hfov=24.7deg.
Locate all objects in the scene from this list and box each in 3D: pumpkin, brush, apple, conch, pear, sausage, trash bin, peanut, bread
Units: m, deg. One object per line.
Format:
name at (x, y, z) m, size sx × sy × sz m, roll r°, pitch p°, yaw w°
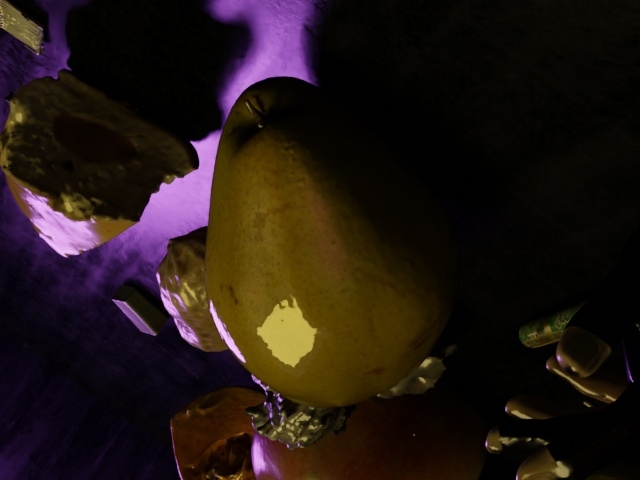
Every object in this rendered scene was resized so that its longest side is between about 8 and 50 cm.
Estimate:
pumpkin at (-0.117, 0.408, 2.664) m, size 0.303 × 0.256 × 0.225 m, roll -3°, pitch 140°, yaw 24°
brush at (-0.473, -0.338, 1.821) m, size 0.314 × 0.017 × 0.090 m, roll 34°, pitch 158°, yaw 2°
apple at (0.061, 0.298, 2.056) m, size 0.319 × 0.277 × 0.319 m, roll 33°, pitch 163°, yaw 11°
conch at (0.021, 0.152, 1.831) m, size 0.313 × 0.241 × 0.186 m, roll -20°, pitch 104°, yaw 30°
pear at (-0.007, 0.006, 1.503) m, size 0.336 × 0.285 × 0.285 m, roll 51°, pitch 159°, yaw -5°
sausage at (0.273, 0.087, 1.581) m, size 0.033 × 0.033 × 0.269 m, roll 36°, pitch 161°, yaw -6°
trash bin at (-0.328, 0.124, 2.650) m, size 0.061 × 0.043 × 0.092 m, roll 8°, pitch 144°, yaw 53°
peanut at (-0.161, 0.076, 2.110) m, size 0.153 × 0.140 × 0.325 m, roll 23°, pitch 162°, yaw 3°
bread at (-0.305, -0.113, 1.840) m, size 0.211 × 0.184 × 0.224 m, roll 48°, pitch 156°, yaw -20°

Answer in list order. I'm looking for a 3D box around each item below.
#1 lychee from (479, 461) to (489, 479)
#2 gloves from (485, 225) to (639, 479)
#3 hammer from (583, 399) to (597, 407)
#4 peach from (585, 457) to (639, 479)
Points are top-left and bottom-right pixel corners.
lychee at (0.168, 0.446, 2.284) m, size 0.255 × 0.274 × 0.255 m, roll 35°, pitch -177°, yaw -2°
gloves at (0.265, 0.096, 1.238) m, size 0.152 × 0.301 × 0.197 m, roll 45°, pitch 170°, yaw 38°
hammer at (0.369, 0.231, 1.795) m, size 0.110 × 0.019 × 0.035 m, roll 34°, pitch 161°, yaw 8°
peach at (0.385, 0.382, 1.847) m, size 0.231 × 0.231 × 0.231 m, roll 30°, pitch 161°, yaw 12°
